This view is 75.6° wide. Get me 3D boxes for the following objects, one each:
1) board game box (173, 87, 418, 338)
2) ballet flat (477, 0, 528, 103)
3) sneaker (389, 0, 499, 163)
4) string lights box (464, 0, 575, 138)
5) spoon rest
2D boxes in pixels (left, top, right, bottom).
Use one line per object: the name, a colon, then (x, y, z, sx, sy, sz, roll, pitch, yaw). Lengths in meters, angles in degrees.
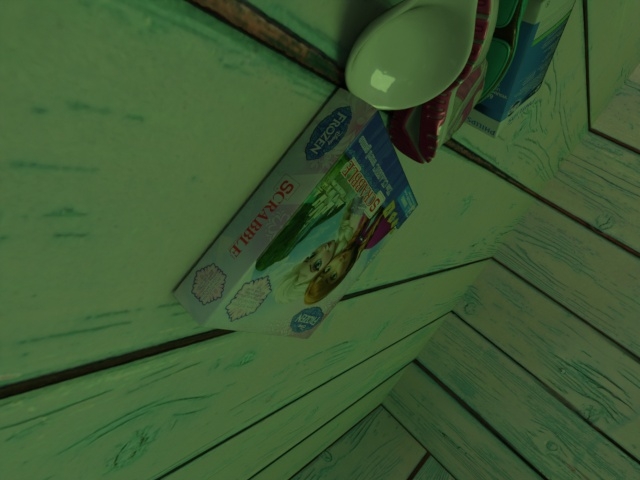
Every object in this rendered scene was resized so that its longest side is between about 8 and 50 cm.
board game box: (0.000, 0.000, 0.611, 0.318, 0.066, 0.318, -51, 154, 2)
ballet flat: (0.252, -0.311, 0.588, 0.087, 0.083, 0.247, -53, 160, -27)
sneaker: (0.169, -0.229, 0.554, 0.111, 0.103, 0.252, -41, 159, -27)
string lights box: (0.344, -0.322, 0.715, 0.133, 0.077, 0.260, -40, 152, -18)
spoon rest: (0.101, -0.226, 0.398, 0.137, 0.084, 0.276, -4, 152, -8)
